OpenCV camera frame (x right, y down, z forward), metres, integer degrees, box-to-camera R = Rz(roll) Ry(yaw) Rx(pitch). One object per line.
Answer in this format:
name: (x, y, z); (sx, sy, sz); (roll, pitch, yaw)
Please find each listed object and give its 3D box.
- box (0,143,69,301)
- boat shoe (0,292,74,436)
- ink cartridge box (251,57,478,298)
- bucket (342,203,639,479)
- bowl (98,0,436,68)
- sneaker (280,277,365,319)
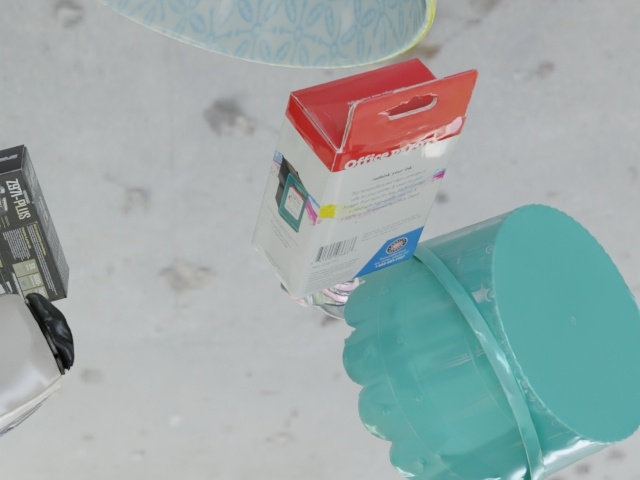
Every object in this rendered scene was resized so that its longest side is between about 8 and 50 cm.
box: (-0.398, -0.005, 1.807); (0.147, 0.077, 0.180); (-15, 117, 0)
boat shoe: (-0.364, 0.167, 1.244); (0.340, 0.127, 0.158); (-25, 169, -22)
ink cartridge box: (0.034, -0.067, 1.269); (0.134, 0.078, 0.231); (-19, 145, -30)
bucket: (0.176, 0.108, 1.459); (0.281, 0.281, 0.183); (25, 141, -36)
bowl: (-0.046, -0.250, 1.031); (0.289, 0.156, 0.289); (14, 163, 4)
sneaker: (0.000, 0.000, 1.774); (0.131, 0.112, 0.319); (10, 148, 9)
